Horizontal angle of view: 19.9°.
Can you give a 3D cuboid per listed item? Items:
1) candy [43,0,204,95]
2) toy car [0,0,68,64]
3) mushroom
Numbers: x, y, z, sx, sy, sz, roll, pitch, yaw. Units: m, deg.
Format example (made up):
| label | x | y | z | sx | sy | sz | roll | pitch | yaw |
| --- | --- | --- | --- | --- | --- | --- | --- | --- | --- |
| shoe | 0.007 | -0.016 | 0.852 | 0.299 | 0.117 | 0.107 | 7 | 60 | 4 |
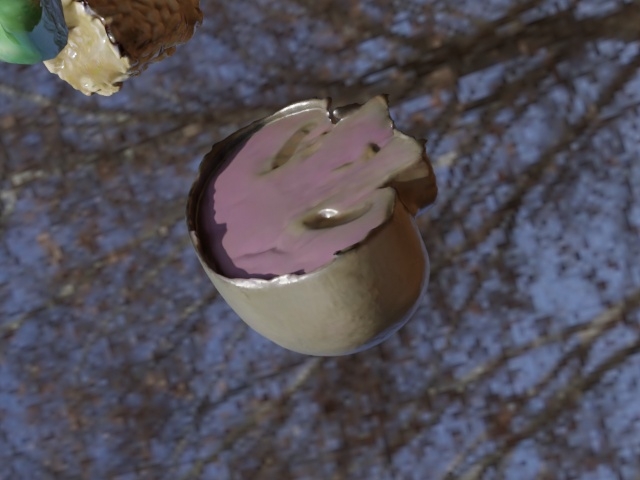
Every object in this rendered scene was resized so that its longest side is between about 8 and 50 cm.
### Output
| label | x | y | z | sx | sy | sz | roll | pitch | yaw |
| --- | --- | --- | --- | --- | --- | --- | --- | --- | --- |
| candy | -0.138 | -0.149 | 1.203 | 0.095 | 0.085 | 0.110 | 46 | -126 | -5 |
| toy car | -0.035 | -0.168 | 0.190 | 0.176 | 0.213 | 0.359 | -109 | -2 | -60 |
| mushroom | 0.000 | 0.000 | 1.062 | 0.188 | 0.141 | 0.117 | -122 | 12 | -54 |
